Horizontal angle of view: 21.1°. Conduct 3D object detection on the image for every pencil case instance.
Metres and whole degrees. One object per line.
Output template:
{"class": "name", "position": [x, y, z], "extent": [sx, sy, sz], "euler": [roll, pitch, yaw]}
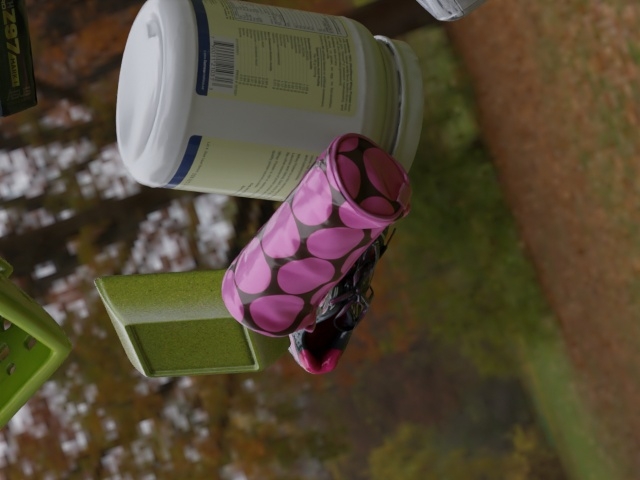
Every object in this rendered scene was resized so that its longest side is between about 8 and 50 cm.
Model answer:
{"class": "pencil case", "position": [0.000, 0.000, 1.520], "extent": [0.098, 0.209, 0.095], "euler": [36, -136, -5]}

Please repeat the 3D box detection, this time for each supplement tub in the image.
{"class": "supplement tub", "position": [-0.063, -0.165, 2.077], "extent": [0.235, 0.325, 0.235], "euler": [-174, 90, -68]}

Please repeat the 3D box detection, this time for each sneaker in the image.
{"class": "sneaker", "position": [0.030, 0.027, 2.043], "extent": [0.112, 0.121, 0.299], "euler": [-112, 30, -46]}

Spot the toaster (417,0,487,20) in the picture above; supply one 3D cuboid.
{"class": "toaster", "position": [0.118, -0.318, 1.664], "extent": [0.227, 0.146, 0.129], "euler": [52, -178, 43]}

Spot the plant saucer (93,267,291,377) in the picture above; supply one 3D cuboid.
{"class": "plant saucer", "position": [-0.135, 0.097, 1.855], "extent": [0.188, 0.188, 0.045], "euler": [78, -170, -59]}

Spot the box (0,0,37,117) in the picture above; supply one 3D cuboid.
{"class": "box", "position": [-0.357, -0.195, 1.446], "extent": [0.059, 0.233, 0.183], "euler": [-33, -60, -61]}

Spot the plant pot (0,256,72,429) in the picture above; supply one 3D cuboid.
{"class": "plant pot", "position": [-0.436, 0.088, 1.819], "extent": [0.227, 0.228, 0.207], "euler": [40, -172, -42]}
